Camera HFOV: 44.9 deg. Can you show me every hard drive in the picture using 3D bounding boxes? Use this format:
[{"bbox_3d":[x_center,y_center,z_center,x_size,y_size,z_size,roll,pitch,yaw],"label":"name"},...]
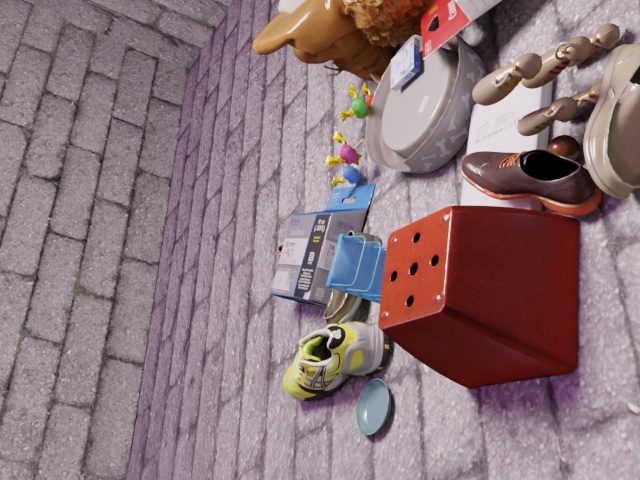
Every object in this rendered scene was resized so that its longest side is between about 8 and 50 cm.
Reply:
[{"bbox_3d":[0.352,-0.152,1.489,0.203,0.040,0.307,-23,53,58],"label":"hard drive"}]

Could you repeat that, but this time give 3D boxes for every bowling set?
[{"bbox_3d":[0.423,-0.240,1.302,0.199,0.287,0.154,62,155,-1],"label":"bowling set"}]

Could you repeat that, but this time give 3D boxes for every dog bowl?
[{"bbox_3d":[0.239,-0.309,1.756,0.349,0.102,0.348,-43,37,45],"label":"dog bowl"}]

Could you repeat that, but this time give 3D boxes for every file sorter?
[{"bbox_3d":[0.121,0.067,1.652,0.104,0.170,0.118,1,73,60],"label":"file sorter"}]

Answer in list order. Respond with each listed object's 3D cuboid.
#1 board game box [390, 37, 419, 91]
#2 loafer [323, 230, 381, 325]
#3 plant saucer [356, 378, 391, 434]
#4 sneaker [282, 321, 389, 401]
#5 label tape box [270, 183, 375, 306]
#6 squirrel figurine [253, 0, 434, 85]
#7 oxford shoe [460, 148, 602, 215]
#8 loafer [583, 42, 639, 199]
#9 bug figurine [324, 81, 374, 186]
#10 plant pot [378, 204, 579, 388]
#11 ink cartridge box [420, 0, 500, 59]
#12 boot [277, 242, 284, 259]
[{"bbox_3d":[0.193,-0.401,1.771,0.090,0.020,0.090,-36,42,49],"label":"board game box"},{"bbox_3d":[0.056,0.086,1.818,0.094,0.087,0.251,-18,46,60],"label":"loafer"},{"bbox_3d":[0.116,0.351,1.629,0.119,0.021,0.119,-43,36,43],"label":"plant saucer"},{"bbox_3d":[0.000,0.264,1.780,0.385,0.147,0.145,-41,40,48],"label":"sneaker"},{"bbox_3d":[0.000,0.000,2.014,0.241,0.106,0.333,0,73,63],"label":"label tape box"},{"bbox_3d":[0.101,-0.536,1.947,0.397,0.370,0.280,-8,62,39],"label":"squirrel figurine"},{"bbox_3d":[0.346,-0.125,1.324,0.271,0.098,0.097,18,66,45],"label":"oxford shoe"},{"bbox_3d":[0.479,-0.195,1.192,0.092,0.102,0.268,-23,52,65],"label":"loafer"},{"bbox_3d":[0.094,-0.265,1.959,0.216,0.072,0.278,11,-83,-74],"label":"bug figurine"},{"bbox_3d":[0.248,0.082,1.305,0.267,0.236,0.267,-28,49,56],"label":"plant pot"},{"bbox_3d":[0.305,-0.544,1.674,0.261,0.066,0.296,-34,25,25],"label":"ink cartridge box"},{"bbox_3d":[-0.093,0.033,2.205,0.158,0.085,0.059,-19,58,61],"label":"boot"}]
